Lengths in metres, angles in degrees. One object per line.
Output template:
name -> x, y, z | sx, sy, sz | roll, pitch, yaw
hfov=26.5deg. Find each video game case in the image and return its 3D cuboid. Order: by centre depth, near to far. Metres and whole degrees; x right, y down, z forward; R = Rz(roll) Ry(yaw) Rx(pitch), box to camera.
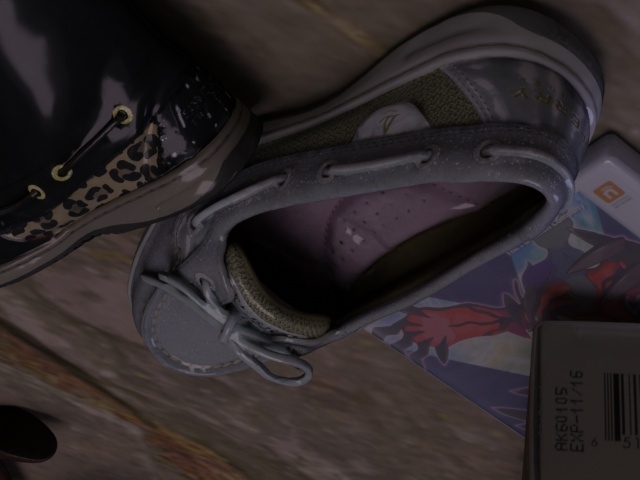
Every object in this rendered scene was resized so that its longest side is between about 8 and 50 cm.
video game case -> 0.150, 0.047, 0.745 | 0.183, 0.023, 0.201 | 35, 136, -19

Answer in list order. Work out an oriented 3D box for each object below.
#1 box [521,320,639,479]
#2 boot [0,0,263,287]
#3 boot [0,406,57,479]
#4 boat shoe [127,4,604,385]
box -> 0.184, 0.183, 0.776 | 0.148, 0.121, 0.311 | 2, 143, 6
boot -> -0.168, -0.073, 0.681 | 0.236, 0.085, 0.178 | -18, 125, 29
boot -> -0.231, 0.168, 0.995 | 0.106, 0.037, 0.114 | 18, 137, 19
boat shoe -> 0.003, 0.001, 0.684 | 0.118, 0.103, 0.320 | 41, 133, -24
